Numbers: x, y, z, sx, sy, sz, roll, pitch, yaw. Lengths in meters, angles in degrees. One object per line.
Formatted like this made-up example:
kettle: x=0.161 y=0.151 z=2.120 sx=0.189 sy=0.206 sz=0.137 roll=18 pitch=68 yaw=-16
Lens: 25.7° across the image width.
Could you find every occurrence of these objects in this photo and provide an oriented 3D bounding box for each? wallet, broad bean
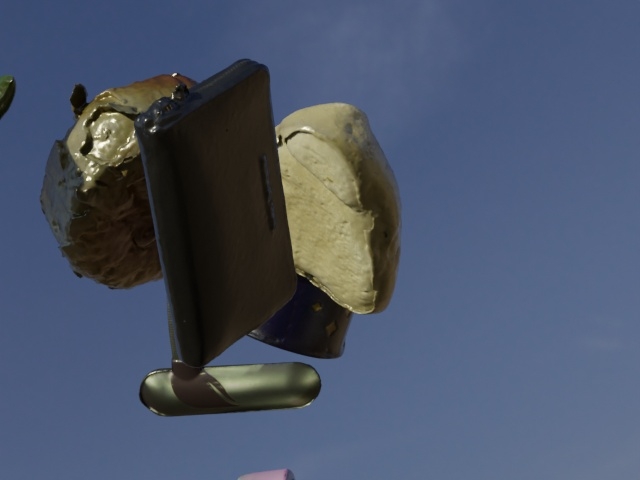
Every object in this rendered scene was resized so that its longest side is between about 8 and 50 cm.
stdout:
wallet: x=-0.079 y=-0.027 z=1.155 sx=0.149 sy=0.044 sz=0.250 roll=-36 pitch=-48 yaw=-40
broad bean: x=-0.442 y=-0.113 z=1.702 sx=0.039 sy=0.069 sz=0.227 roll=37 pitch=-65 yaw=-25

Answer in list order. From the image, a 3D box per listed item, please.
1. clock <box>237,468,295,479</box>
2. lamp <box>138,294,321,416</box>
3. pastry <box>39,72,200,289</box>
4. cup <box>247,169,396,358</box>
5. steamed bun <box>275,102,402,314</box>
clock: x=-0.057 y=0.438 z=1.753 sx=0.090 sy=0.248 sz=0.227 roll=-10 pitch=-52 yaw=12
lamp: x=-0.090 y=0.051 z=1.584 sx=0.203 sy=0.283 sz=0.124 roll=5 pitch=-29 yaw=2
pastry: x=-0.224 y=-0.072 z=1.828 sx=0.329 sy=0.136 sz=0.329 roll=-29 pitch=-32 yaw=-20
cup: x=-0.020 y=-0.005 z=1.865 sx=0.178 sy=0.255 sz=0.256 roll=18 pitch=-82 yaw=-12
steamed bun: x=0.012 y=-0.054 z=1.434 sx=0.110 sy=0.231 sz=0.212 roll=-49 pitch=-8 yaw=-41
